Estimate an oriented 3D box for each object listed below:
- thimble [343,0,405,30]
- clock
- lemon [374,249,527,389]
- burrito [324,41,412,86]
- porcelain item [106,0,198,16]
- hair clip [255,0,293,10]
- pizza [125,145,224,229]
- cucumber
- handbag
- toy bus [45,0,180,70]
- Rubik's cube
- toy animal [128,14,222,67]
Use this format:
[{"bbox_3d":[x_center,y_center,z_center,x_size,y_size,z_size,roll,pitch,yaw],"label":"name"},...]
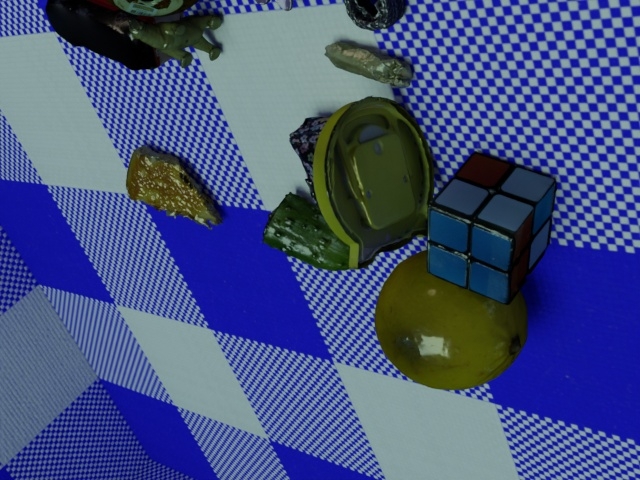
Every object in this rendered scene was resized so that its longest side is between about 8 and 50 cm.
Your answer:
[{"bbox_3d":[0.090,-0.408,1.456,0.095,0.066,0.104,-1,123,45],"label":"thimble"},{"bbox_3d":[0.094,-0.112,1.571,0.071,0.277,0.293,0,102,48],"label":"clock"},{"bbox_3d":[0.252,0.153,1.696,0.297,0.297,0.297,27,142,24],"label":"lemon"},{"bbox_3d":[0.082,-0.322,1.571,0.188,0.045,0.058,24,134,30],"label":"burrito"},{"bbox_3d":[-0.323,-0.554,1.637,0.253,0.253,0.253,27,142,24],"label":"porcelain item"},{"bbox_3d":[-0.058,-0.471,1.533,0.278,0.090,0.137,16,133,41],"label":"hair clip"},{"bbox_3d":[-0.372,-0.131,2.222,0.297,0.071,0.189,26,130,20],"label":"pizza"},{"bbox_3d":[-0.001,0.002,1.944,0.244,0.134,0.134,27,143,8],"label":"cucumber"},{"bbox_3d":[0.051,-0.142,1.723,0.229,0.127,0.207,4,129,35],"label":"handbag"},{"bbox_3d":[-0.440,-0.471,1.862,0.303,0.147,0.127,26,142,28],"label":"toy bus"},{"bbox_3d":[0.303,-0.023,1.541,0.167,0.180,0.183,24,143,27],"label":"Rubik's cube"},{"bbox_3d":[-0.286,-0.412,1.733,0.101,0.219,0.103,30,122,15],"label":"toy animal"}]
